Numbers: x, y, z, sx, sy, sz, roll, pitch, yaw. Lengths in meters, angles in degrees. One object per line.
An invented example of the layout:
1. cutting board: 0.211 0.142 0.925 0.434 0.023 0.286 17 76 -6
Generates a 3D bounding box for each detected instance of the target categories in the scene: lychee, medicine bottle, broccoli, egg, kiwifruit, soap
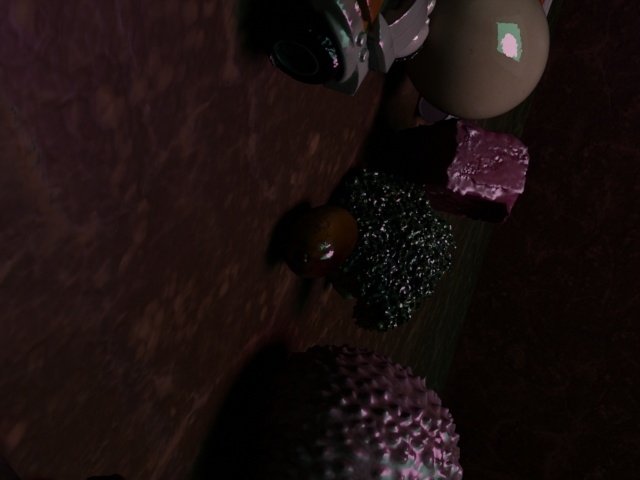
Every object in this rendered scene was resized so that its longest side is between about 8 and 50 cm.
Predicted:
1. lychee: 0.032 0.270 1.006 0.300 0.300 0.300 20 90 -74
2. medicine bottle: 0.195 -0.217 1.343 0.091 0.058 0.058 -23 131 -69
3. broccoli: 0.075 0.026 1.100 0.194 0.194 0.219 81 8 -59
4. egg: 0.196 -0.258 1.059 0.188 0.188 0.254 -69 160 -6
5. kiwifruit: 0.000 0.000 0.932 0.124 0.075 0.075 -33 140 -58
6. soap: 0.189 -0.100 1.221 0.289 0.182 0.112 9 -99 67

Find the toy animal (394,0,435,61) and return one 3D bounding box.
1. toy animal: 0.083 -0.255 0.909 0.085 0.071 0.124 -44 164 -19

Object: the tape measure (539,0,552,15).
1. tape measure: 0.311 -0.382 1.419 0.265 0.130 0.258 28 80 -69

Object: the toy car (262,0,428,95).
1. toy car: 0.019 -0.254 0.621 0.193 0.118 0.301 -60 161 -24

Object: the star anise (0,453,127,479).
1. star anise: -0.163 0.178 0.583 0.227 0.148 0.218 -109 177 -73
